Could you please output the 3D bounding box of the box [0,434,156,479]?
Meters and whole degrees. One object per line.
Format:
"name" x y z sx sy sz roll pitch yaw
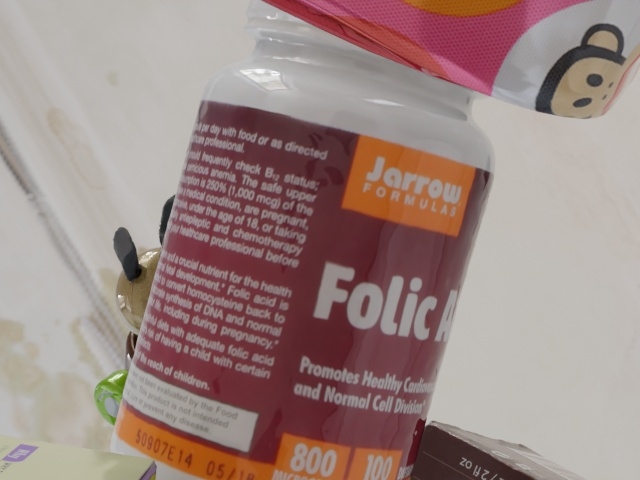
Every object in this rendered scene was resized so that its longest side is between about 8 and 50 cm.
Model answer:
"box" -0.243 0.194 0.793 0.242 0.213 0.117 8 -83 5

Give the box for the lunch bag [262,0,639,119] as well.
"lunch bag" 0.060 -0.155 0.478 0.258 0.293 0.120 29 -57 2

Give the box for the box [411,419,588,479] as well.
"box" 0.165 0.297 1.212 0.168 0.167 0.203 23 -89 47

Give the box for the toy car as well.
"toy car" -0.130 0.058 1.228 0.148 0.155 0.188 2 -65 33

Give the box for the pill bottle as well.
"pill bottle" 0.000 0.000 0.984 0.224 0.224 0.392 16 -88 22
